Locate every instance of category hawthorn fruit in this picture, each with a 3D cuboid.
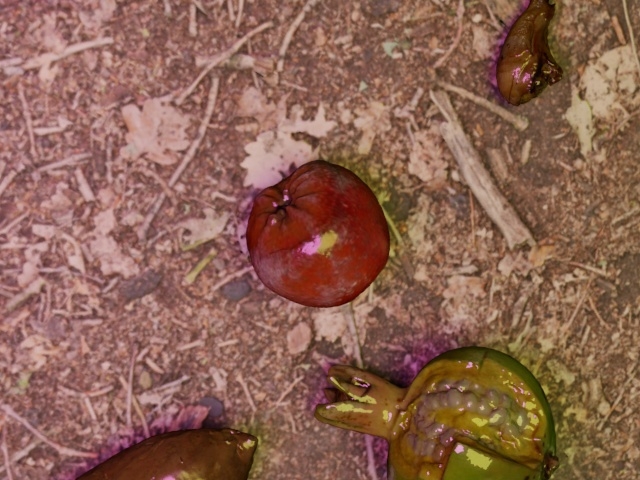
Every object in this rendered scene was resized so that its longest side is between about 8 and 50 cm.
[{"bbox_3d":[0.000,0.000,1.104,0.172,0.173,0.173,-3,99,-17],"label":"hawthorn fruit"}]

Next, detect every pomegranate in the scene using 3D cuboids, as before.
[{"bbox_3d":[0.142,0.237,1.172,0.301,0.236,0.236,15,94,12],"label":"pomegranate"}]

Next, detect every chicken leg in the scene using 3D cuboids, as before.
[{"bbox_3d":[0.277,-0.258,1.208,0.093,0.070,0.178,14,84,-19],"label":"chicken leg"}]

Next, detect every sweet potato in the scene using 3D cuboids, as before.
[{"bbox_3d":[-0.262,0.326,1.091,0.422,0.130,0.131,-23,104,-7],"label":"sweet potato"}]
